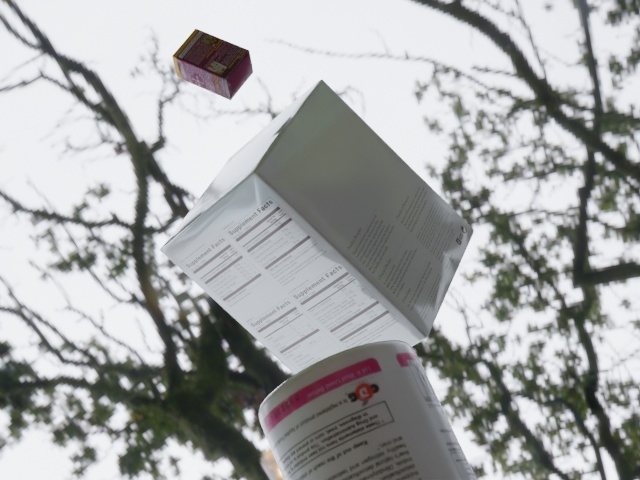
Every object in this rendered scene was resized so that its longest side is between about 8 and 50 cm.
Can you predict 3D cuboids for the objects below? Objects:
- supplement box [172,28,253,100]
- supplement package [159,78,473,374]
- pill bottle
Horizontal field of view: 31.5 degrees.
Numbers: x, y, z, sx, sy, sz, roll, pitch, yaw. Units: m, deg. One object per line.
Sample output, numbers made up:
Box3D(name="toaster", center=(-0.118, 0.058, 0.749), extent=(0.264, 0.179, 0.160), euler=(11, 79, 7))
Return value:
Box3D(name="supplement box", center=(-0.134, -0.219, 1.412), extent=(0.083, 0.043, 0.055), euler=(26, -118, 20))
Box3D(name="supplement package", center=(0.000, 0.000, 1.324), extent=(0.198, 0.262, 0.199), euler=(-35, -164, 42))
Box3D(name="pill bottle", center=(0.067, 0.247, 1.013), extent=(0.160, 0.160, 0.283), euler=(-25, -111, -1))
